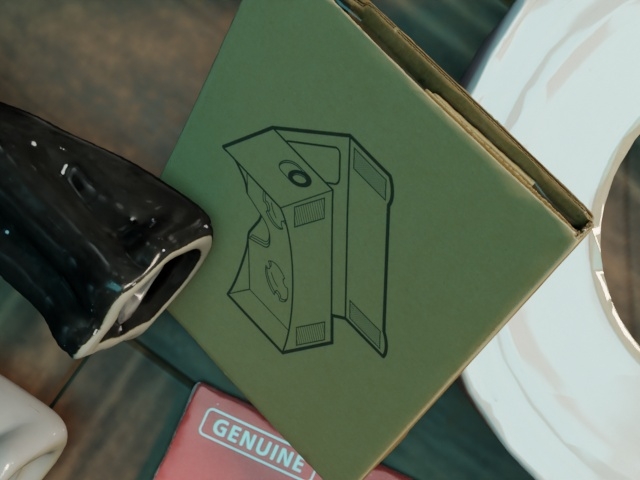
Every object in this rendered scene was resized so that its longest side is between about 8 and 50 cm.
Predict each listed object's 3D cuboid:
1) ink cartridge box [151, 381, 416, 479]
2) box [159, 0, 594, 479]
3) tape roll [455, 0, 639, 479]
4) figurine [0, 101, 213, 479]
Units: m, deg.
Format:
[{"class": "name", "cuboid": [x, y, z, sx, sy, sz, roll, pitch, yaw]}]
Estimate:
[{"class": "ink cartridge box", "cuboid": [0.014, 0.248, 0.560, 0.296, 0.066, 0.261, 24, 92, 0]}, {"class": "box", "cuboid": [0.000, 0.000, 0.501, 0.164, 0.021, 0.201, 46, 135, 13]}, {"class": "tape roll", "cuboid": [0.186, -0.002, 0.540, 0.286, 0.100, 0.286, 0, 91, 1]}, {"class": "figurine", "cuboid": [-0.188, 0.008, 0.534, 0.209, 0.092, 0.215, 41, 113, 7]}]
